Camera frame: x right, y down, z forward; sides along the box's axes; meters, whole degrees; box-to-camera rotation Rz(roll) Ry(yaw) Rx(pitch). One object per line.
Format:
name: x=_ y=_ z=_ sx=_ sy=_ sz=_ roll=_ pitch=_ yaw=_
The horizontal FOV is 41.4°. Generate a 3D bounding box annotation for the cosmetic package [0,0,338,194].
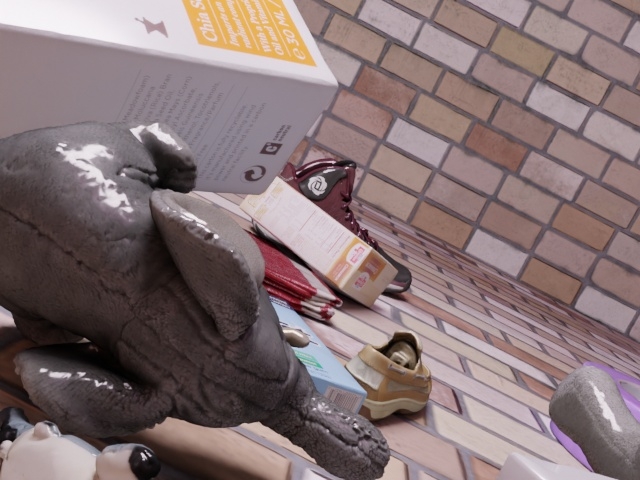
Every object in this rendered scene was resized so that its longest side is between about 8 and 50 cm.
cosmetic package: x=-0.234 y=-0.184 z=0.719 sx=0.453 sy=0.161 sz=0.230 roll=1 pitch=52 yaw=-38

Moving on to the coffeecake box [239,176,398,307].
coffeecake box: x=0.000 y=0.000 z=1.139 sx=0.185 sy=0.068 sz=0.142 roll=38 pitch=0 yaw=23

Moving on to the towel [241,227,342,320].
towel: x=-0.147 y=-0.009 z=1.004 sx=0.328 sy=0.037 sz=0.237 roll=26 pitch=6 yaw=-20

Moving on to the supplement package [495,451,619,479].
supplement package: x=0.166 y=0.210 z=0.244 sx=0.204 sy=0.145 sz=0.262 roll=22 pitch=10 yaw=-30

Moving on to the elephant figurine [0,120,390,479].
elephant figurine: x=-0.084 y=0.037 z=0.471 sx=0.186 sy=0.169 sz=0.239 roll=-20 pitch=47 yaw=-37

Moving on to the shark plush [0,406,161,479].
shark plush: x=-0.110 y=0.119 z=0.367 sx=0.161 sy=0.073 sz=0.067 roll=7 pitch=-27 yaw=41

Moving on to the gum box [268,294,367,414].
gum box: x=-0.069 y=0.077 z=0.686 sx=0.156 sy=0.041 sz=0.184 roll=22 pitch=9 yaw=-28

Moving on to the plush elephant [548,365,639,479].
plush elephant: x=0.399 y=0.200 z=0.693 sx=0.255 sy=0.272 sz=0.330 roll=9 pitch=43 yaw=-22

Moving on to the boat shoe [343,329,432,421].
boat shoe: x=0.072 y=0.117 z=0.778 sx=0.068 sy=0.072 sz=0.190 roll=30 pitch=8 yaw=17

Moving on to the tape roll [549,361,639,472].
tape roll: x=0.412 y=0.250 z=0.987 sx=0.274 sy=0.090 sz=0.275 roll=26 pitch=8 yaw=-4

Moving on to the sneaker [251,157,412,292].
sneaker: x=0.047 y=-0.033 z=1.312 sx=0.281 sy=0.163 sz=0.106 roll=24 pitch=9 yaw=-18
